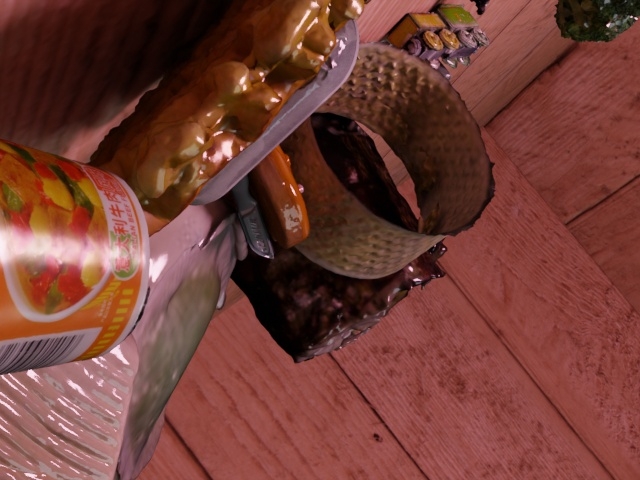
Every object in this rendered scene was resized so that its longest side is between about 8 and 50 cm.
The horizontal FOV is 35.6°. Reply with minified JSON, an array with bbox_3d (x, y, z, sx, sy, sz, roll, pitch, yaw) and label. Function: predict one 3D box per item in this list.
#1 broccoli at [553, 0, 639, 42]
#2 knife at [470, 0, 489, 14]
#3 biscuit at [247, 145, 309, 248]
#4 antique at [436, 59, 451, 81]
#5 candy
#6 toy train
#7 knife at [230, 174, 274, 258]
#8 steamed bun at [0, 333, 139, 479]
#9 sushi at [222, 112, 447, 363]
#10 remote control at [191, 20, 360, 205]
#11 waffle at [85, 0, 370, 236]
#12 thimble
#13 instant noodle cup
[{"bbox_3d":[0.197,-0.291,0.809,0.270,0.270,0.270,-6,180,9],"label":"broccoli"},{"bbox_3d":[0.294,-0.423,1.229,0.365,0.043,0.089,-46,-155,39],"label":"knife"},{"bbox_3d":[-0.053,-0.066,1.107,0.050,0.170,0.170,-27,173,-9],"label":"biscuit"},{"bbox_3d":[0.132,-0.232,1.476,0.086,0.088,0.183,-40,175,0],"label":"antique"},{"bbox_3d":[-0.226,0.094,1.163,0.386,0.186,0.427,-60,176,-29],"label":"candy"},{"bbox_3d":[0.162,-0.279,1.361,0.060,0.081,0.202,-43,167,34],"label":"toy train"},{"bbox_3d":[-0.080,-0.039,1.083,0.028,0.015,0.210,-15,144,-1],"label":"knife"},{"bbox_3d":[-0.326,0.218,0.847,0.236,0.247,0.384,-6,-117,50],"label":"steamed bun"},{"bbox_3d":[0.001,0.002,1.446,0.299,0.294,0.281,-41,174,31],"label":"sushi"},{"bbox_3d":[-0.069,-0.127,0.886,0.247,0.104,0.052,-42,165,21],"label":"remote control"},{"bbox_3d":[-0.078,-0.107,0.708,0.302,0.068,0.325,-42,-161,12],"label":"waffle"},{"bbox_3d":[0.067,-0.093,1.231,0.271,0.271,0.150,-35,176,-41],"label":"thimble"},{"bbox_3d":[-0.192,0.006,0.511,0.168,0.168,0.185,-41,153,29],"label":"instant noodle cup"}]
